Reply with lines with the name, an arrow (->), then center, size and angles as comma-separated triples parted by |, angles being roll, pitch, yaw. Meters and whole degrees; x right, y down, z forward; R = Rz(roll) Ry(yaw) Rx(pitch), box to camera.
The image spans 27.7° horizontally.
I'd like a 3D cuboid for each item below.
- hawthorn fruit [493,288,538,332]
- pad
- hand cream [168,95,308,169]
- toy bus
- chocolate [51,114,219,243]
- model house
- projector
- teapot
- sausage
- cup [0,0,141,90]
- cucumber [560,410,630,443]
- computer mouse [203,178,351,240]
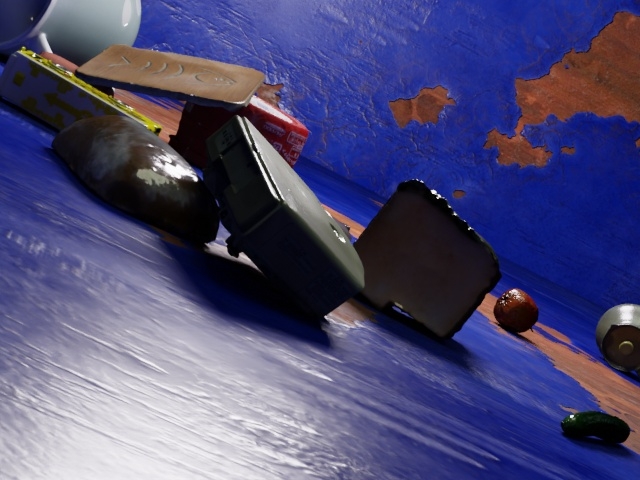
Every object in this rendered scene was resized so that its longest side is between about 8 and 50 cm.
hawthorn fruit -> 0.333, 0.120, 2.198 | 0.077, 0.077, 0.077 | 27, 6, -3
pad -> -0.245, -0.281, 2.194 | 0.284, 0.018, 0.286 | 11, 20, 3
hand cream -> -0.143, -0.183, 2.303 | 0.230, 0.149, 0.230 | 30, 7, -4
toy bus -> -0.334, -0.178, 1.790 | 0.226, 0.081, 0.074 | 32, 12, 8
chocolate -> -0.210, -0.089, 1.539 | 0.157, 0.080, 0.254 | 24, 7, -31
model house -> 0.138, 0.030, 1.735 | 0.183, 0.166, 0.172 | 40, 4, 4
projector -> -0.041, -0.016, 1.431 | 0.193, 0.088, 0.269 | 47, 7, -26
teapot -> 0.601, 0.205, 2.495 | 0.166, 0.130, 0.119 | 58, 22, -3
sausage -> -0.414, -0.261, 2.158 | 0.154, 0.062, 0.062 | 30, 7, 17
cup -> -0.466, -0.392, 2.353 | 0.274, 0.259, 0.357 | 17, 43, -60
cucumber -> 0.329, 0.219, 1.532 | 0.184, 0.036, 0.033 | 18, 21, -52
computer mouse -> -0.064, -0.037, 1.850 | 0.232, 0.057, 0.120 | 21, 8, -29
